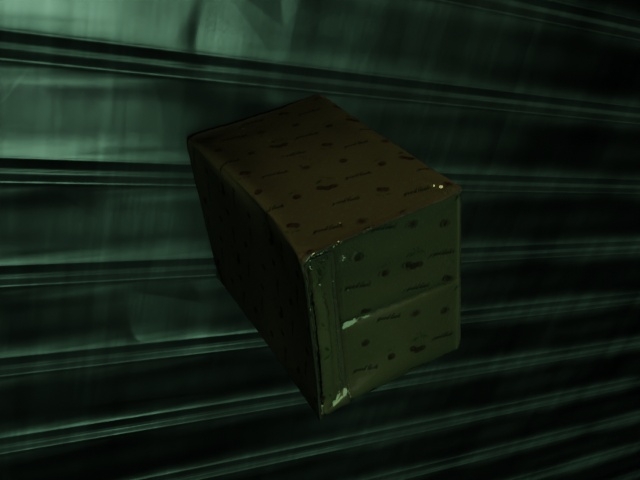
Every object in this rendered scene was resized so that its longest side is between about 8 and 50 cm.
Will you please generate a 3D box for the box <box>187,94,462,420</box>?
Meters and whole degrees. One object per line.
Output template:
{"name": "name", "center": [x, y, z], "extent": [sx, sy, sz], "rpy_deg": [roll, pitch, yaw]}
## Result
{"name": "box", "center": [0.000, 0.000, 0.769], "extent": [0.190, 0.297, 0.225], "rpy_deg": [-23, 129, -20]}
